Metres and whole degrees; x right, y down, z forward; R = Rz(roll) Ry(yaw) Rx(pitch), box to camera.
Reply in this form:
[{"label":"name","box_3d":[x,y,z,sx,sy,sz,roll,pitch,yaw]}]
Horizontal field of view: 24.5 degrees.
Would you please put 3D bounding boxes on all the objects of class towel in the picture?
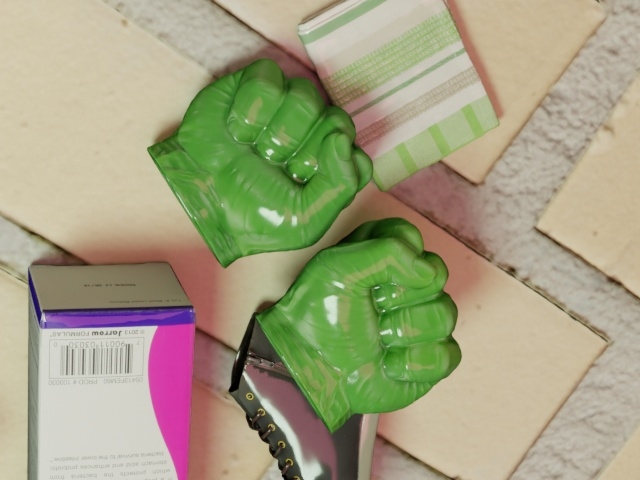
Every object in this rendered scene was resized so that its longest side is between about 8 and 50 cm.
[{"label":"towel","box_3d":[0.060,-0.125,1.124,0.113,0.023,0.152,-29,116,-2]}]

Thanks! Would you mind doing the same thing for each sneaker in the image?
[{"label":"sneaker","box_3d":[-0.023,0.167,1.165,0.118,0.083,0.222,10,87,-12]}]

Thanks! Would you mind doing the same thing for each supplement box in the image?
[{"label":"supplement box","box_3d":[-0.161,0.136,1.102,0.111,0.114,0.220,-1,108,-16]}]

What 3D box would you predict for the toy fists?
[{"label":"toy fists","box_3d":[0.000,0.000,1.079,0.142,0.096,0.279,-34,93,-6]}]
